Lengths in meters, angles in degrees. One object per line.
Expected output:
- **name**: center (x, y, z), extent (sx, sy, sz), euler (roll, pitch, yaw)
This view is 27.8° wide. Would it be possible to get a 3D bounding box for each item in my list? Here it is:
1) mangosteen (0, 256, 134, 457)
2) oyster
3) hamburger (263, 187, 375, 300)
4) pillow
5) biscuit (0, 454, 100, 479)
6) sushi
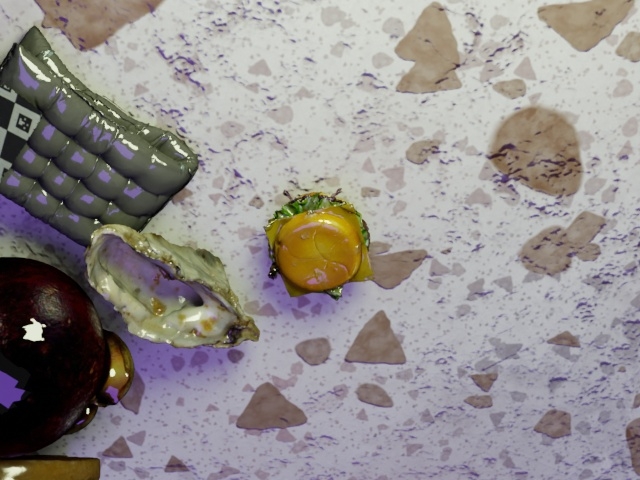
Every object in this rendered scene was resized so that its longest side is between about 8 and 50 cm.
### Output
- **mangosteen**: center (-0.450, 0.181, 1.960), extent (0.307, 0.307, 0.347), euler (-34, 144, 17)
- **oyster**: center (-0.226, 0.069, 1.957), extent (0.341, 0.110, 0.166), euler (17, 118, -37)
- **hamburger**: center (-0.002, 0.003, 1.967), extent (0.164, 0.093, 0.189), euler (-3, 119, 2)
- **pillow**: center (-0.364, -0.128, 1.877), extent (0.326, 0.101, 0.228), euler (37, 116, -19)
- **biscuit**: center (-0.537, 0.378, 2.063), extent (0.394, 0.070, 0.350), euler (-5, 170, 32)
- **sushi**: center (-0.541, -0.189, 1.795), extent (0.279, 0.043, 0.192), euler (41, 115, 6)
